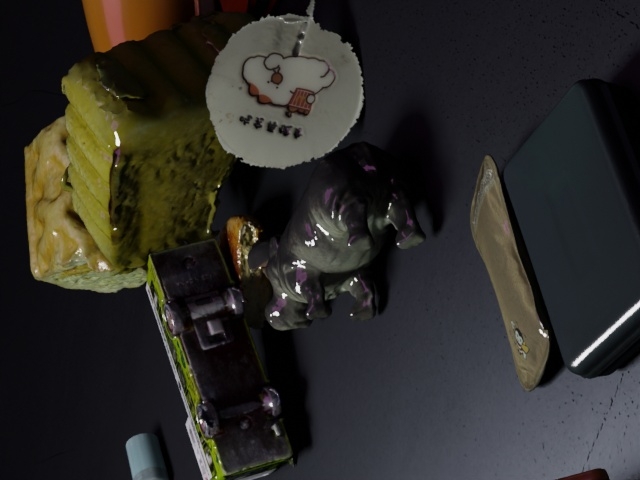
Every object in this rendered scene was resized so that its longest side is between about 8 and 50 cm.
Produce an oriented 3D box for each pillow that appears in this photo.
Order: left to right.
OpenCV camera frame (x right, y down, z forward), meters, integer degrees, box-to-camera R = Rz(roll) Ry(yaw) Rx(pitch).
[{"bbox_3d":[0.180,0.031,1.496,0.130,0.033,0.217,98,160,-59],"label":"pillow"}]

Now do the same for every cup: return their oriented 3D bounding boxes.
[{"bbox_3d":[-0.219,-0.257,2.177,0.226,0.182,0.264,-11,85,50],"label":"cup"}]

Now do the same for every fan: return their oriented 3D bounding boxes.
[{"bbox_3d":[-0.021,-0.239,1.842,0.009,0.191,0.329,41,-115,-73],"label":"fan"}]

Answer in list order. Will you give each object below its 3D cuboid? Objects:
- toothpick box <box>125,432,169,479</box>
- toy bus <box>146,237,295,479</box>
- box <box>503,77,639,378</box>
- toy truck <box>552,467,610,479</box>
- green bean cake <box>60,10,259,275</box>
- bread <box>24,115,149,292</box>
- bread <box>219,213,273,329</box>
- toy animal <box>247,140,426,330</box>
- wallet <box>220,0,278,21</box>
[{"bbox_3d":[-0.253,0.330,2.302,0.052,0.052,0.083,-62,35,40],"label":"toothpick box"},{"bbox_3d":[-0.132,0.158,1.965,0.139,0.113,0.301,118,136,-63],"label":"toy bus"},{"bbox_3d":[0.241,-0.012,1.377,0.160,0.050,0.230,-54,42,48],"label":"box"},{"bbox_3d":[0.195,0.303,1.333,0.265,0.239,0.189,57,-163,-60],"label":"toy truck"},{"bbox_3d":[-0.192,-0.141,2.007,0.202,0.285,0.310,50,146,30],"label":"green bean cake"},{"bbox_3d":[-0.334,-0.048,2.341,0.238,0.196,0.252,-23,70,56],"label":"bread"},{"bbox_3d":[-0.099,0.022,2.022,0.136,0.054,0.154,-135,41,-61],"label":"bread"},{"bbox_3d":[0.001,0.017,1.785,0.343,0.106,0.168,136,129,-58],"label":"toy animal"},{"bbox_3d":[-0.105,-0.373,2.079,0.142,0.045,0.204,-59,39,43],"label":"wallet"}]
